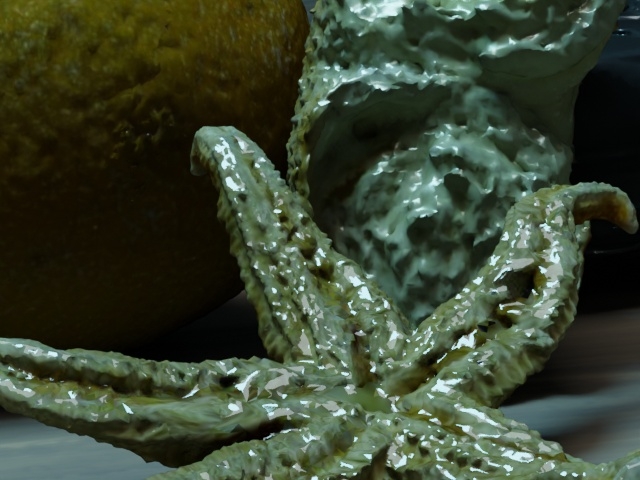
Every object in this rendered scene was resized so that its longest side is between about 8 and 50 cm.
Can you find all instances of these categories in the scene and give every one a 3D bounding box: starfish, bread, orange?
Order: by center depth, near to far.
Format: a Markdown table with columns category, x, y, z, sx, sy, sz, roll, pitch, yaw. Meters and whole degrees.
| category | x | y | z | sx | sy | sz | roll | pitch | yaw |
| --- | --- | --- | --- | --- | --- | --- | --- | --- | --- |
| starfish | 0.023 | 0.059 | 0.754 | 0.327 | 0.094 | 0.375 | 20 | 38 | 31 |
| bread | 0.072 | -0.084 | 0.974 | 0.171 | 0.314 | 0.192 | 11 | 1 | -3 |
| orange | -0.178 | -0.076 | 1.040 | 0.357 | 0.322 | 0.322 | -22 | 18 | -32 |

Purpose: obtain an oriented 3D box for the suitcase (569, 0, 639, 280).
| category | x | y | z | sx | sy | sz | roll | pitch | yaw |
| --- | --- | --- | --- | --- | --- | --- | --- | --- | --- |
| suitcase | 0.219 | -0.081 | 1.237 | 0.345 | 0.188 | 0.339 | -8 | 9 | -30 |
